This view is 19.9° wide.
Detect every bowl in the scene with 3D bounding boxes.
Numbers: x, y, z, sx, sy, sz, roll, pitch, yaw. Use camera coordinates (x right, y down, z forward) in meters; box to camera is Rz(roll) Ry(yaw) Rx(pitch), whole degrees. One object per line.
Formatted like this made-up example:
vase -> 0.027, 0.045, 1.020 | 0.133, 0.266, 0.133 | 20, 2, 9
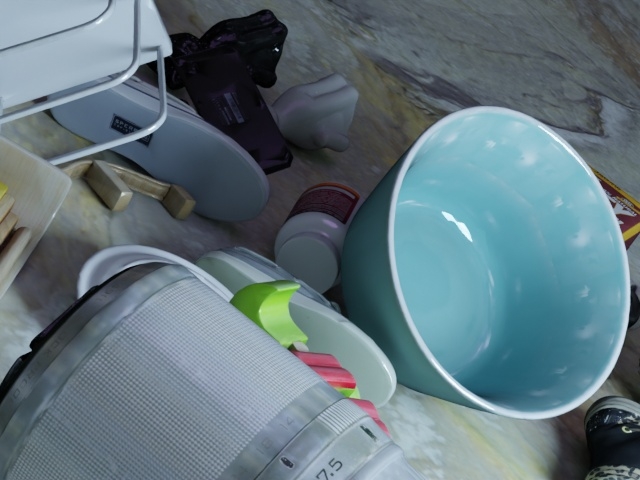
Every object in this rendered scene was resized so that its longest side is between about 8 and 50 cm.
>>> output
bowl -> 0.141, 0.036, 1.817 | 0.312, 0.163, 0.311 | 12, 71, -35

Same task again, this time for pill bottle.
pill bottle -> 0.000, 0.000, 1.896 | 0.086, 0.086, 0.152 | 32, 23, -1

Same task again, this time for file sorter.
file sorter -> -0.273, -0.222, 1.706 | 0.173, 0.193, 0.277 | -99, 170, -52

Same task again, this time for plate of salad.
plate of salad -> -0.132, 0.084, 1.617 | 0.200, 0.048, 0.200 | 27, 34, -20

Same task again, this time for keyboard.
keyboard -> -0.113, -0.139, 2.044 | 0.108, 0.023, 0.180 | -17, 60, -19

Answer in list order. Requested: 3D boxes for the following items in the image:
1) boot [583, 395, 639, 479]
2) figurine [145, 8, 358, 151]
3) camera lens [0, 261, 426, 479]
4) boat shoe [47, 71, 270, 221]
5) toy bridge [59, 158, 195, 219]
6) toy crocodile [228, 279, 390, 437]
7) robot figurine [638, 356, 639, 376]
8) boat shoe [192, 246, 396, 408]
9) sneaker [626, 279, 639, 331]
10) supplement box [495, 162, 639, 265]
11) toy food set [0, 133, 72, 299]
boot -> 0.368, 0.262, 1.851 | 0.236, 0.085, 0.178 | 27, 25, 3
figurine -> -0.086, -0.177, 2.155 | 0.215, 0.092, 0.209 | 44, 34, 22
camera lens -> -0.087, 0.166, 1.295 | 0.274, 0.219, 0.219 | 38, 24, 12
boat shoe -> -0.158, -0.114, 1.911 | 0.258, 0.095, 0.084 | 34, 28, 1
toy bridge -> -0.212, -0.055, 1.814 | 0.188, 0.026, 0.063 | 6, 33, -46
toy crocodile -> 0.016, 0.178, 1.528 | 0.115, 0.105, 0.340 | 8, 40, -45
robot figurine -> 0.472, 0.183, 2.032 | 0.174, 0.209, 0.278 | -15, 46, -21
boat shoe -> -0.017, 0.074, 1.740 | 0.227, 0.079, 0.081 | 34, 27, 10
sneaker -> 0.291, 0.034, 2.205 | 0.234, 0.078, 0.106 | 39, 22, 9
supplement box -> 0.240, 0.022, 2.017 | 0.129, 0.194, 0.191 | 38, 24, 14
toy food set -> -0.343, -0.044, 1.544 | 0.220, 0.092, 0.306 | 30, 24, -5
